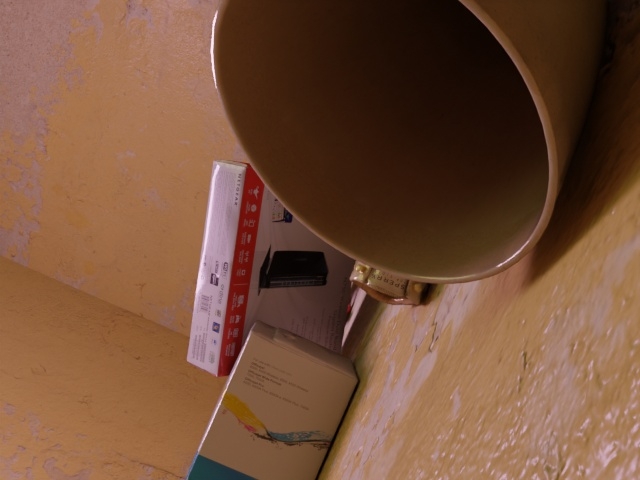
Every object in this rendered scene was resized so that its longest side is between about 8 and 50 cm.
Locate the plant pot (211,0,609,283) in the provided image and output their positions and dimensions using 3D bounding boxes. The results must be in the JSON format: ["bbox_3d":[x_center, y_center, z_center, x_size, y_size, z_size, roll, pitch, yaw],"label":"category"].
[{"bbox_3d":[0.104,-0.152,0.563,0.274,0.256,0.256,-48,-10,-34],"label":"plant pot"}]

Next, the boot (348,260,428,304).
[{"bbox_3d":[0.105,-0.039,0.802,0.262,0.095,0.203,93,-159,-75],"label":"boot"}]

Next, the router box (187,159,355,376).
[{"bbox_3d":[-0.066,0.043,1.281,0.301,0.082,0.336,0,-79,-48],"label":"router box"}]

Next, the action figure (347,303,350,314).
[{"bbox_3d":[-0.006,0.122,1.626,0.091,0.139,0.280,-42,3,-2],"label":"action figure"}]

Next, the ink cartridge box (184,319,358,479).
[{"bbox_3d":[-0.069,0.258,1.102,0.171,0.168,0.233,-164,98,-88],"label":"ink cartridge box"}]
